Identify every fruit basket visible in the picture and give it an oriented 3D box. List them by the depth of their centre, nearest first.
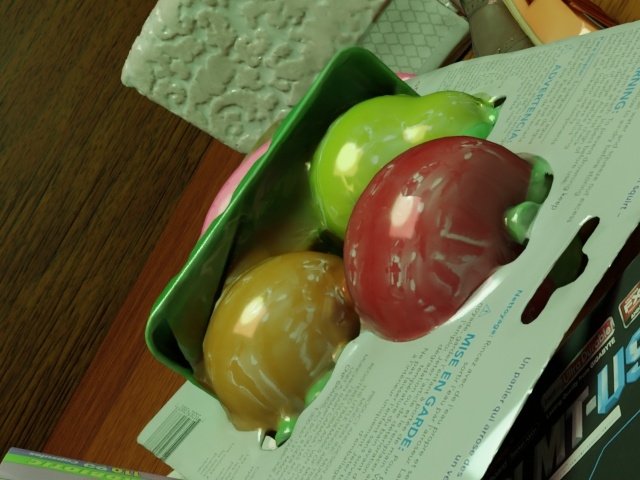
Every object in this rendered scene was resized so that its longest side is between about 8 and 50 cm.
[{"bbox_3d":[0.048,0.020,0.592,0.327,0.165,0.353,-56,27,-14],"label":"fruit basket"}]

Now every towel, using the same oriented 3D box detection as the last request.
[{"bbox_3d":[-0.032,-0.221,1.186,0.332,0.317,0.053,-50,13,37],"label":"towel"}]

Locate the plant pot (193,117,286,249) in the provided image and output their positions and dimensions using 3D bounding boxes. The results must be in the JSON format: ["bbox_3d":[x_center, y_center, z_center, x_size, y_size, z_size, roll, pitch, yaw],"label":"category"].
[{"bbox_3d":[-0.082,-0.019,1.089,0.236,0.032,0.236,-55,16,24],"label":"plant pot"}]

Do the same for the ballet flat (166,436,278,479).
[{"bbox_3d":[-0.093,0.256,0.895,0.400,0.139,0.139,-43,23,46],"label":"ballet flat"}]

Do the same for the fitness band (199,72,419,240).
[{"bbox_3d":[0.016,-0.016,0.884,0.291,0.054,0.209,-34,60,20],"label":"fitness band"}]

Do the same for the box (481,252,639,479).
[{"bbox_3d":[0.122,0.158,0.364,0.293,0.073,0.295,-86,22,-54],"label":"box"}]

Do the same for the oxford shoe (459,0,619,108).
[{"bbox_3d":[0.152,-0.136,0.801,0.132,0.130,0.363,-61,14,21],"label":"oxford shoe"}]

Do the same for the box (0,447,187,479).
[{"bbox_3d":[-0.099,0.261,0.568,0.117,0.214,0.243,-158,81,-81],"label":"box"}]
